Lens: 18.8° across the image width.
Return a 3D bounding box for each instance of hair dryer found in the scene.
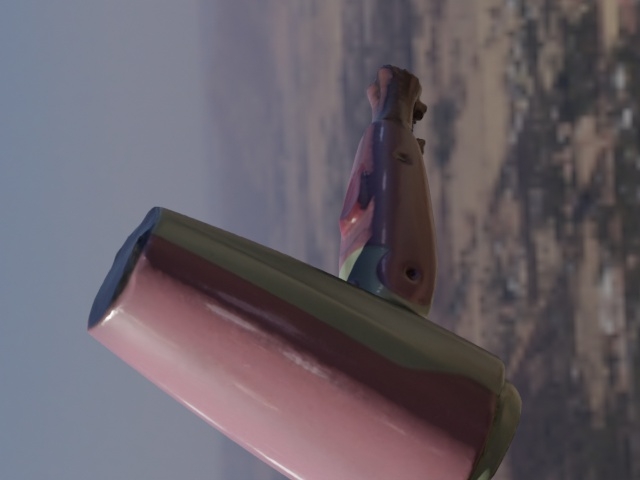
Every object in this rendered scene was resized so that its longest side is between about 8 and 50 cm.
[{"bbox_3d":[0.006,0.002,0.528,0.054,0.106,0.154,-50,11,36],"label":"hair dryer"}]
